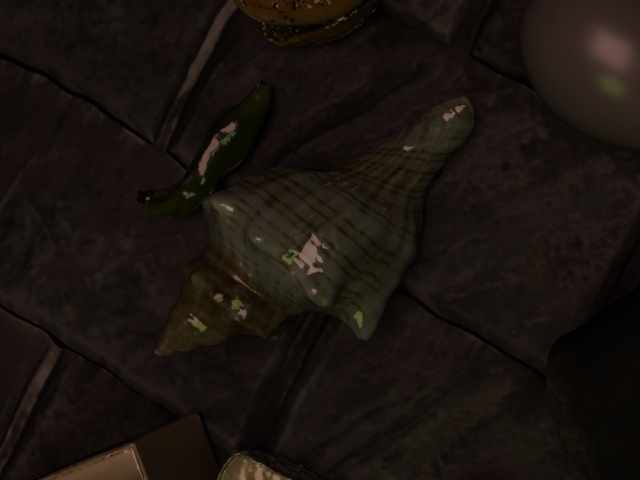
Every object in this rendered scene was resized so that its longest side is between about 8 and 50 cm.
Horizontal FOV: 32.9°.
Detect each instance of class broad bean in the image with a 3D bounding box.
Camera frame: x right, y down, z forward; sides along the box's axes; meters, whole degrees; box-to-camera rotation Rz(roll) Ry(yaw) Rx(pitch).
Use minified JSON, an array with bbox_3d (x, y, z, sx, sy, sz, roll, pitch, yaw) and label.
[{"bbox_3d":[-0.116,-0.086,1.158,0.195,0.046,0.061,-40,80,13],"label":"broad bean"}]

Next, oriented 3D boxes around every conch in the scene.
[{"bbox_3d":[-0.002,0.005,1.061,0.386,0.169,0.203,-31,104,15],"label":"conch"}]

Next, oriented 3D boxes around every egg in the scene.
[{"bbox_3d":[0.272,-0.163,0.989,0.198,0.146,0.146,45,100,7],"label":"egg"}]

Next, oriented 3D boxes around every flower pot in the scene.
[{"bbox_3d":[0.293,0.133,0.950,0.148,0.235,0.235,-23,81,33],"label":"flower pot"}]

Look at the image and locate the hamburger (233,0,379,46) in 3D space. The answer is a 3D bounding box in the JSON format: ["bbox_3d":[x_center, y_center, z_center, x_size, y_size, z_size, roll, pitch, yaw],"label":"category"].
[{"bbox_3d":[-0.019,-0.286,1.102,0.185,0.113,0.177,25,96,16],"label":"hamburger"}]

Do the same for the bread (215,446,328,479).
[{"bbox_3d":[-0.010,0.303,1.097,0.172,0.064,0.232,-25,82,14],"label":"bread"}]

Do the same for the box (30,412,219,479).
[{"bbox_3d":[-0.227,0.266,1.111,0.212,0.168,0.095,-24,84,15],"label":"box"}]
